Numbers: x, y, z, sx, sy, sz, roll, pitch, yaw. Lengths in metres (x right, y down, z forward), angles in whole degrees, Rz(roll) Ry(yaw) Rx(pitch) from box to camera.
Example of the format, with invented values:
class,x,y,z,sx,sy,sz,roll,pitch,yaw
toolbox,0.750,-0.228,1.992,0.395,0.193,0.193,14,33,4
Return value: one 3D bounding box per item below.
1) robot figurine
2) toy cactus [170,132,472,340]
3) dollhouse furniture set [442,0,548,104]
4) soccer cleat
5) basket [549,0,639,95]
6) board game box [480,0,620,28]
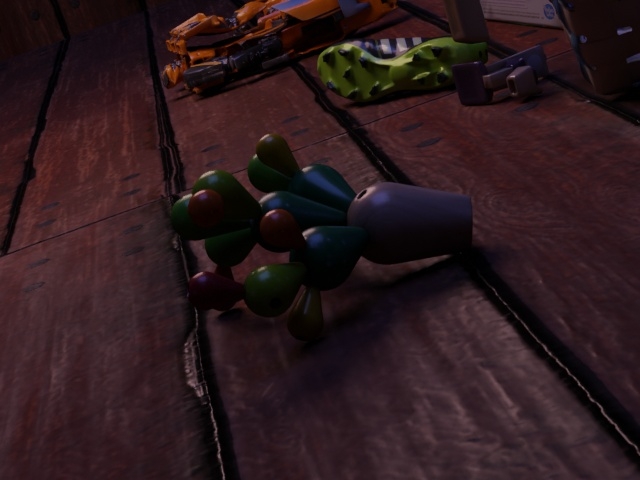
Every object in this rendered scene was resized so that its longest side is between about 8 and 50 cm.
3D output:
class,x,y,z,sx,sy,sz,roll,pitch,yaw
robot figurine,-0.063,-0.259,2.094,0.291,0.085,0.211,-22,13,-11
toy cactus,0.000,0.000,1.031,0.180,0.112,0.219,0,12,0
dollhouse furniture set,0.159,-0.180,1.432,0.081,0.114,0.091,-22,11,-27
soccer cleat,0.076,-0.164,1.613,0.179,0.060,0.072,2,15,41
basket,0.265,-0.258,1.333,0.254,0.201,0.289,-14,46,18
board game box,0.182,-0.374,1.716,0.064,0.317,0.242,-22,15,-10
